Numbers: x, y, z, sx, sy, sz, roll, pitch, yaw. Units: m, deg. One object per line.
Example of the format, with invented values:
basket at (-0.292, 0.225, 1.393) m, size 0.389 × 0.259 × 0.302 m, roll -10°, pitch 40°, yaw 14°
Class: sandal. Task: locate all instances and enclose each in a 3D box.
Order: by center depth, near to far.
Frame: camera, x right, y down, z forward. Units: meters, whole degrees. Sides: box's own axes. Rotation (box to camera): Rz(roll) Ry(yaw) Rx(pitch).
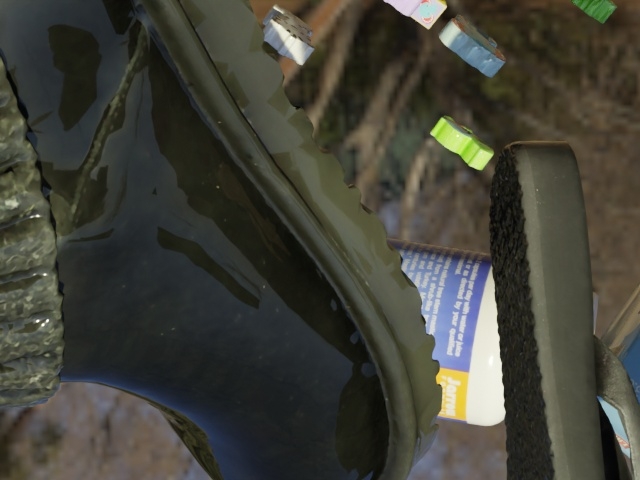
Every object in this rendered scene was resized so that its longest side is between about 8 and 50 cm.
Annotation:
sandal at (0.107, 0.081, 0.716) m, size 0.054 × 0.255 × 0.097 m, roll 0°, pitch 166°, yaw -7°

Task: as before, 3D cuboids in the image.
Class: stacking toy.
stacking toy at (0.084, -0.167, 1.343) m, size 0.221 × 0.167 × 0.052 m, roll 32°, pitch -158°, yaw -15°

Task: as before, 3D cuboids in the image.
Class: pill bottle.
pill bottle at (0.101, 0.080, 1.593) m, size 0.272 × 0.152 × 0.152 m, roll 9°, pitch -166°, yaw 12°

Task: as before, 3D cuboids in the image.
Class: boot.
boot at (-0.116, 0.041, 0.609) m, size 0.131 × 0.348 × 0.260 m, roll 16°, pitch -125°, yaw 45°

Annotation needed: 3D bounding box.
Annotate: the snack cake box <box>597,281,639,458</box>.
snack cake box at (0.324, 0.133, 1.297) m, size 0.152 × 0.264 × 0.089 m, roll -52°, pitch -175°, yaw -21°
